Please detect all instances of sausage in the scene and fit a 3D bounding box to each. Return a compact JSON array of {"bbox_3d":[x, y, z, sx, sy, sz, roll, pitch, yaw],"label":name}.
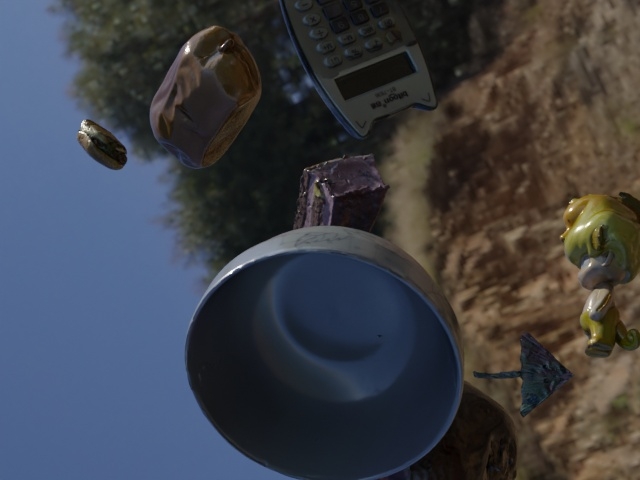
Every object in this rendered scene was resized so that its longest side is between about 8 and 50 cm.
[{"bbox_3d":[-0.161,-0.200,1.832,0.120,0.241,0.136,-35,-96,-38],"label":"sausage"}]

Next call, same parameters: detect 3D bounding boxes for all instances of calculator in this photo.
[{"bbox_3d":[0.046,-0.275,1.783,0.268,0.177,0.040,66,154,2],"label":"calculator"}]

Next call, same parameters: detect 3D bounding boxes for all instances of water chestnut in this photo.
[{"bbox_3d":[0.196,0.415,2.402,0.350,0.302,0.350,-13,-73,-53],"label":"water chestnut"}]

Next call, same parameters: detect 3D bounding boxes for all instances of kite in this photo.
[{"bbox_3d":[0.315,0.207,2.022,0.011,0.156,0.139,66,-156,-66],"label":"kite"}]

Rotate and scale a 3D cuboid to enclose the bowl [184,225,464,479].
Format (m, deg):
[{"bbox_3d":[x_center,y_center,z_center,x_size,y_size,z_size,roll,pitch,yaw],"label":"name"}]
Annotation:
[{"bbox_3d":[0.011,0.102,1.377,0.287,0.287,0.144,59,-159,-20],"label":"bowl"}]

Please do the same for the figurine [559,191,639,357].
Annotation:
[{"bbox_3d":[0.406,0.042,1.856,0.156,0.131,0.246,79,-164,-70],"label":"figurine"}]

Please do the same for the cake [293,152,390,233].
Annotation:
[{"bbox_3d":[0.000,0.000,2.064,0.112,0.295,0.116,6,-151,-31],"label":"cake"}]

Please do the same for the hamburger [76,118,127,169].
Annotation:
[{"bbox_3d":[-0.311,-0.135,1.862,0.076,0.044,0.083,33,-178,-37],"label":"hamburger"}]
